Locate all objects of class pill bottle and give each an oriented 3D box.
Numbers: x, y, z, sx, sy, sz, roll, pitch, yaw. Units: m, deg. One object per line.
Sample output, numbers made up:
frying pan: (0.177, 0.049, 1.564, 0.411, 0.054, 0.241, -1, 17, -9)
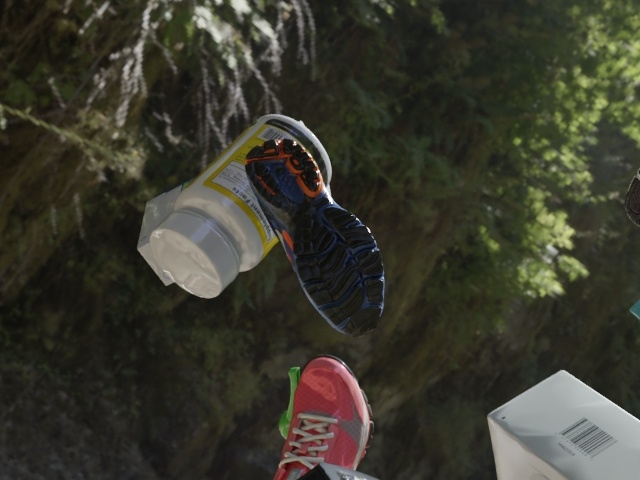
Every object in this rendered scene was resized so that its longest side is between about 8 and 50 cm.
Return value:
pill bottle: (-0.089, -0.040, 1.021, 0.119, 0.208, 0.119, 26, -36, 21)

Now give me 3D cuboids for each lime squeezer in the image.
lime squeezer: (-0.004, 0.337, 1.538, 0.310, 0.110, 0.059, 60, 28, -20)

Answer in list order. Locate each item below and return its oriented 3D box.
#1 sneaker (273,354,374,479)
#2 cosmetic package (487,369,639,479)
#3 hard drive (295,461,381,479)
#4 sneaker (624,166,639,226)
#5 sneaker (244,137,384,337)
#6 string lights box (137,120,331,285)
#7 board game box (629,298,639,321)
sneaker: (-0.006, 0.314, 1.248, 0.116, 0.313, 0.136, 2, -9, 23)
cosmetic package: (0.344, 0.327, 1.142, 0.224, 0.138, 0.224, 36, -35, 52)
hard drive: (0.023, 0.309, 0.918, 0.255, 0.172, 0.054, 38, 20, -43)
sneaker: (0.568, -0.135, 1.319, 0.106, 0.281, 0.162, 43, 27, 13)
sneaker: (0.000, 0.000, 0.886, 0.087, 0.083, 0.221, 78, -13, -63)
string lights box: (-0.119, -0.053, 1.244, 0.076, 0.260, 0.133, 57, 14, -29)
board game box: (0.479, 0.073, 0.904, 0.336, 0.254, 0.079, 40, 8, -44)
